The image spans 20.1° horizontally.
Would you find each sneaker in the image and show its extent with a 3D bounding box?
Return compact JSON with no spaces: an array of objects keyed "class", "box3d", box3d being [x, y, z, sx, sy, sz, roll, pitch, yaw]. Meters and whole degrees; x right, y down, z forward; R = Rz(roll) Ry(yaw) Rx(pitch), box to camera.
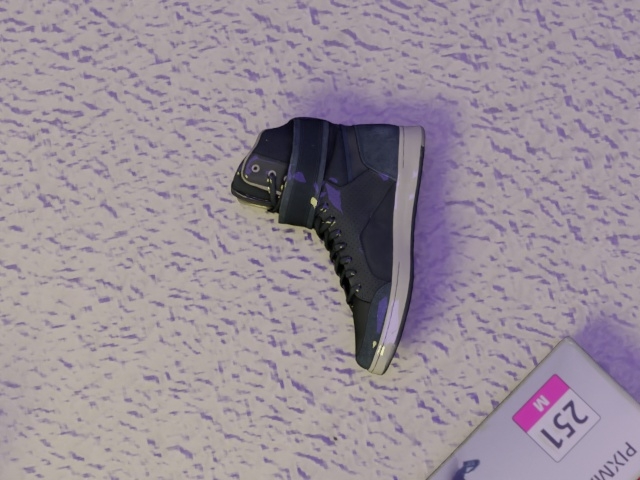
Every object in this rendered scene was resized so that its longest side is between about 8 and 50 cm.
[{"class":"sneaker","box3d":[0.000,0.000,1.548,0.163,0.086,0.226,7,69,-7]}]

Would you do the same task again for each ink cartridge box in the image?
[{"class":"ink cartridge box","box3d":[0.197,0.260,1.510,0.239,0.060,0.275,44,84,11]}]
